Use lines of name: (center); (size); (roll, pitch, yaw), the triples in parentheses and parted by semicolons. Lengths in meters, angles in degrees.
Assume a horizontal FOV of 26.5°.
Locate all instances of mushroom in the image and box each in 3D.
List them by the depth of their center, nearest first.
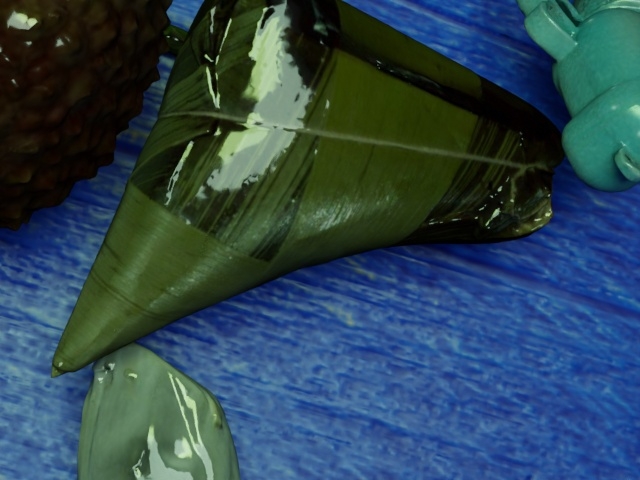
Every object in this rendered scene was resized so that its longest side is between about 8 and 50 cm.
mushroom: (-0.100, 0.234, 0.899); (0.109, 0.097, 0.351); (-6, 82, -6)

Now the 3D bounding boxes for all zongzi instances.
zongzi: (0.000, 0.000, 0.941); (0.289, 0.154, 0.317); (26, 82, -15)

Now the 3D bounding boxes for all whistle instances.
whistle: (0.223, -0.135, 1.000); (0.186, 0.093, 0.274); (34, 39, -20)

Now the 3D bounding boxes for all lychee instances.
lychee: (-0.218, -0.145, 0.879); (0.267, 0.267, 0.267); (2, 77, -10)

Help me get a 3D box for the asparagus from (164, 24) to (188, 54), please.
asparagus: (-0.121, -0.149, 1.016); (0.236, 0.027, 0.034); (21, 79, -5)
